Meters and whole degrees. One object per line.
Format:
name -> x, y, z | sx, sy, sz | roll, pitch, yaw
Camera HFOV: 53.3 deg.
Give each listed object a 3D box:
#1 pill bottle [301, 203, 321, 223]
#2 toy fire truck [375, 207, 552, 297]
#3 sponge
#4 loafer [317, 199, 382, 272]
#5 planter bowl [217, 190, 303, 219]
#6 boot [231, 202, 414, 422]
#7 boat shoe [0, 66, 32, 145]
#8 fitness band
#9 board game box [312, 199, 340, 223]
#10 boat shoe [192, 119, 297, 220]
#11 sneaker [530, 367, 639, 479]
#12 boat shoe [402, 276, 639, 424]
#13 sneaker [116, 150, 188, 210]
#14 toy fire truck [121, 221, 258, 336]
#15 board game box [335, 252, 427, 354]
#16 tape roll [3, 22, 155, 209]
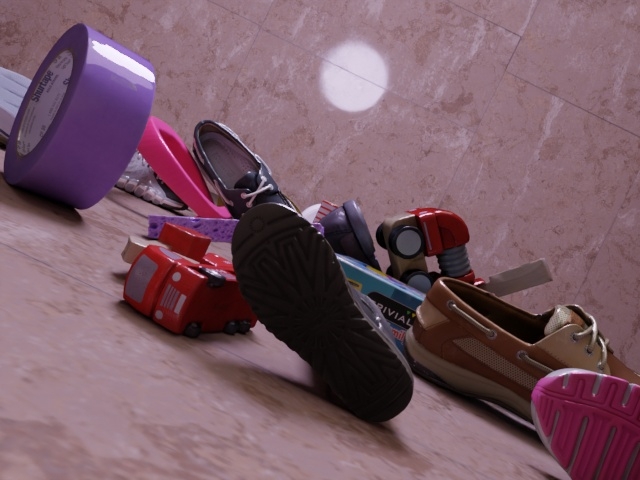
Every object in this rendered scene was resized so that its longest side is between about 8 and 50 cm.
pill bottle -> 0.006, -0.022, 1.765 | 0.160, 0.160, 0.283 | 26, 2, -2
toy fire truck -> 0.248, 0.041, 1.119 | 0.247, 0.216, 0.158 | -16, 9, -8
sponge -> -0.100, -0.012, 0.809 | 0.210, 0.031, 0.117 | 3, 0, 4
loafer -> 0.055, 0.035, 1.174 | 0.302, 0.095, 0.109 | 67, 1, -56
planter bowl -> -0.150, -0.058, 1.351 | 0.217, 0.090, 0.217 | 27, -18, 10
boot -> 0.009, 0.050, 0.531 | 0.189, 0.076, 0.208 | 58, 8, -2
boat shoe -> -0.492, -0.200, 0.943 | 0.094, 0.109, 0.302 | -17, -22, 15
fitness band -> -0.235, -0.112, 1.098 | 0.209, 0.054, 0.291 | 58, 0, -3
board game box -> 0.000, 0.000, 1.253 | 0.045, 0.146, 0.193 | 25, 2, 4
boat shoe -> -0.143, -0.102, 1.200 | 0.302, 0.114, 0.091 | 44, -19, 14
sneaker -> 0.289, 0.195, 0.574 | 0.252, 0.103, 0.111 | 33, -1, -6
boat shoe -> 0.253, 0.132, 0.693 | 0.324, 0.119, 0.122 | 18, 20, 13
sneaker -> -0.332, -0.151, 1.201 | 0.229, 0.132, 0.086 | 25, 2, -24
toy fire truck -> -0.112, 0.025, 0.520 | 0.135, 0.047, 0.192 | 26, 3, 18
board game box -> 0.154, 0.123, 0.927 | 0.336, 0.079, 0.254 | 26, 2, 12
tape roll -> -0.267, -0.134, 0.702 | 0.080, 0.189, 0.189 | 25, 2, -40
